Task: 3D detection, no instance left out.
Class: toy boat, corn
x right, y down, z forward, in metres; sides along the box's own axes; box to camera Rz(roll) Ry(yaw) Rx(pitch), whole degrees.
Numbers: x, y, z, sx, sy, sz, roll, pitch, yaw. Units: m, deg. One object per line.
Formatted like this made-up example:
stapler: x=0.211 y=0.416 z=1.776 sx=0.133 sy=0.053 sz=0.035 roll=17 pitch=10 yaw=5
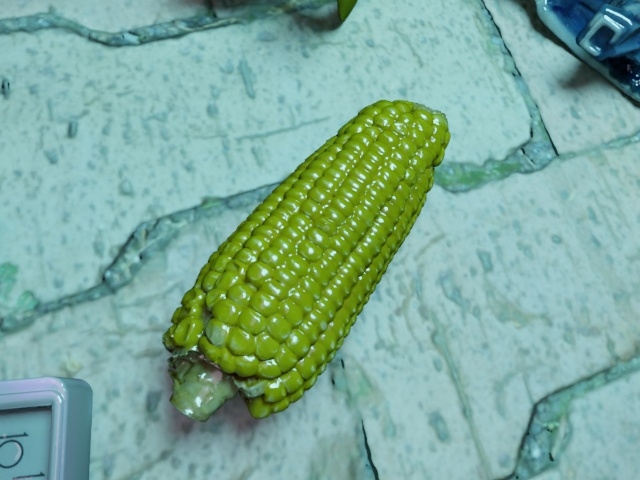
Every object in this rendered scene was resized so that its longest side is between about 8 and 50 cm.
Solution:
toy boat: x=0.326 y=-0.215 z=0.514 sx=0.309 sy=0.129 sz=0.142 roll=41 pitch=60 yaw=6
corn: x=0.000 y=0.000 z=0.403 sx=0.119 sy=0.119 sz=0.322 roll=33 pitch=66 yaw=4

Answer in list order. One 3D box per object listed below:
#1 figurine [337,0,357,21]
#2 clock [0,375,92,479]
figurine: x=-0.086 y=-0.392 z=0.485 sx=0.338 sy=0.204 sz=0.284 roll=21 pitch=70 yaw=3
clock: x=-0.238 y=0.195 z=0.330 sx=0.150 sy=0.063 sz=0.197 roll=-2 pitch=72 yaw=-10
